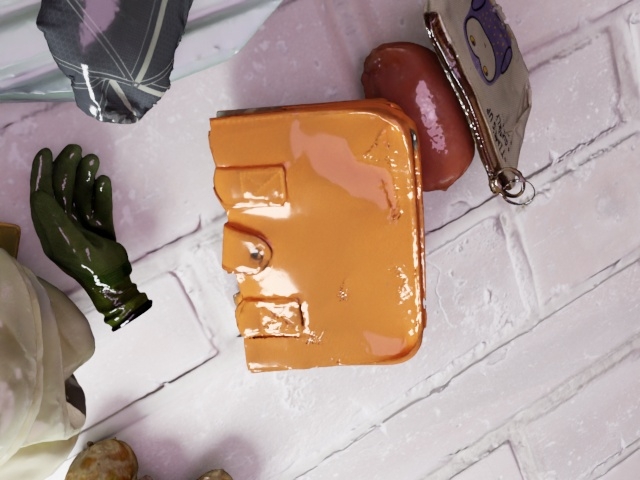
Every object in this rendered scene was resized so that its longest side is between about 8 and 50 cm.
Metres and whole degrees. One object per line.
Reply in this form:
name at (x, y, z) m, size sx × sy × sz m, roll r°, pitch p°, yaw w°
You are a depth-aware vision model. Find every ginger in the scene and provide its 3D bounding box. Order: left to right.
ginger at (-0.249, 0.476, 0.955) m, size 0.375 × 0.176 × 0.256 m, roll 24°, pitch 81°, yaw -25°

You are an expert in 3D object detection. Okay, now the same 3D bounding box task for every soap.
soap at (-0.241, -0.322, 0.724) m, size 0.446 × 0.156 × 0.261 m, roll -26°, pitch 113°, yaw -12°

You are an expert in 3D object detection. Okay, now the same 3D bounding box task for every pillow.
pillow at (-0.188, -0.288, 0.611) m, size 0.161 × 0.092 × 0.335 m, roll 13°, pitch 101°, yaw -46°

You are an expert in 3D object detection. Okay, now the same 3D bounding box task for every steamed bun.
steamed bun at (-0.414, 0.142, 0.741) m, size 0.237 × 0.394 × 0.347 m, roll -25°, pitch 74°, yaw -38°

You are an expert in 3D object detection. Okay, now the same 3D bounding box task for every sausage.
sausage at (0.160, -0.191, 0.925) m, size 0.148 × 0.148 × 0.255 m, roll -24°, pitch 110°, yaw -13°

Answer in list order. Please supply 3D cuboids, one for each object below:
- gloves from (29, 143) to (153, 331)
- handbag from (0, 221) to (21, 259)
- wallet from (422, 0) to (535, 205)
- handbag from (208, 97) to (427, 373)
gloves at (-0.323, 0.000, 0.813) m, size 0.107 × 0.135 × 0.268 m, roll -16°, pitch 100°, yaw 11°
handbag at (-0.462, 0.003, 0.809) m, size 0.083 × 0.027 × 0.061 m, roll 10°, pitch 101°, yaw -24°
wallet at (0.264, -0.252, 0.916) m, size 0.335 × 0.068 × 0.275 m, roll 57°, pitch 40°, yaw -26°
handbag at (0.000, 0.000, 0.880) m, size 0.303 × 0.116 × 0.410 m, roll -5°, pitch 112°, yaw 1°
